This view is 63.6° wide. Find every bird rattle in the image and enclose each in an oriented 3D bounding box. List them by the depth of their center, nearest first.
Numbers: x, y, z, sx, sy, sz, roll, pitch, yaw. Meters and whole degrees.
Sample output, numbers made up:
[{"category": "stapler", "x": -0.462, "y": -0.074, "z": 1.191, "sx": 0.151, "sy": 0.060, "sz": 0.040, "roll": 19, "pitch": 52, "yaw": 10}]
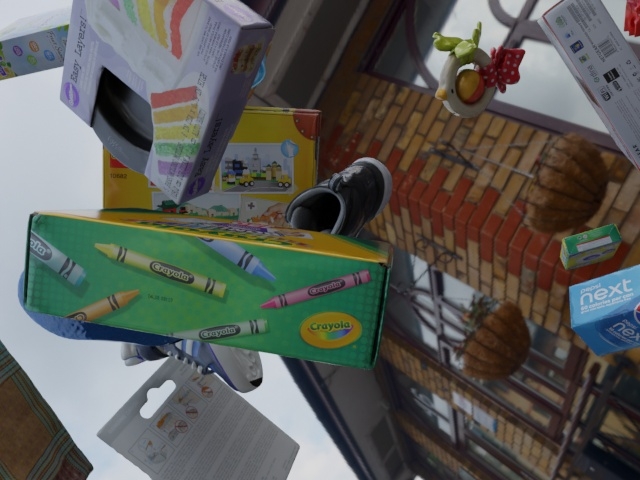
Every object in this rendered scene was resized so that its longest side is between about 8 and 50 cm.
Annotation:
[{"category": "bird rattle", "x": 0.364, "y": -0.399, "z": 1.247, "sx": 0.253, "sy": 0.143, "sz": 0.207, "roll": 19, "pitch": -86, "yaw": -41}]

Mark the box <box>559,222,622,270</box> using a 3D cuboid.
[{"category": "box", "x": 0.578, "y": 0.021, "z": 1.114, "sx": 0.105, "sy": 0.043, "sz": 0.179, "roll": -19, "pitch": -20, "yaw": 18}]

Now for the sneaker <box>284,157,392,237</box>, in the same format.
[{"category": "sneaker", "x": 0.000, "y": 0.000, "z": 0.780, "sx": 0.153, "sy": 0.101, "sz": 0.269, "roll": -19, "pitch": -39, "yaw": -53}]

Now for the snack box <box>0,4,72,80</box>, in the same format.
[{"category": "snack box", "x": -0.484, "y": -0.366, "z": 0.932, "sx": 0.175, "sy": 0.206, "sz": 0.070, "roll": -84, "pitch": -17, "yaw": -50}]

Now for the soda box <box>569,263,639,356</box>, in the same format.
[{"category": "soda box", "x": 0.408, "y": 0.066, "z": 0.602, "sx": 0.067, "sy": 0.210, "sz": 0.071, "roll": 42, "pitch": -135, "yaw": -19}]

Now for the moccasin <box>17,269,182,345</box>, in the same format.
[{"category": "moccasin", "x": -0.354, "y": 0.116, "z": 0.884, "sx": 0.117, "sy": 0.341, "sz": 0.138, "roll": -9, "pitch": -68, "yaw": -72}]

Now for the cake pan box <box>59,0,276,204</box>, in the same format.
[{"category": "cake pan box", "x": -0.208, "y": -0.213, "z": 0.645, "sx": 0.070, "sy": 0.245, "sz": 0.267, "roll": -34, "pitch": -18, "yaw": -51}]

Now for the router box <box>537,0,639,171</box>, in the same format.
[{"category": "router box", "x": 0.543, "y": -0.308, "z": 0.980, "sx": 0.082, "sy": 0.336, "sz": 0.301, "roll": -33, "pitch": 5, "yaw": 28}]

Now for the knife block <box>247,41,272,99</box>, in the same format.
[{"category": "knife block", "x": -0.221, "y": -0.385, "z": 1.218, "sx": 0.242, "sy": 0.088, "sz": 0.276, "roll": -59, "pitch": 6, "yaw": -32}]

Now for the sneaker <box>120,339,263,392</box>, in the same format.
[{"category": "sneaker", "x": -0.284, "y": 0.220, "z": 1.057, "sx": 0.236, "sy": 0.323, "sz": 0.130, "roll": -39, "pitch": -17, "yaw": 11}]

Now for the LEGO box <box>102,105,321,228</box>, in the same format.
[{"category": "LEGO box", "x": -0.257, "y": -0.134, "z": 1.265, "sx": 0.193, "sy": 0.499, "sz": 0.373, "roll": -114, "pitch": 27, "yaw": -82}]

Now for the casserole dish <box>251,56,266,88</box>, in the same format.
[{"category": "casserole dish", "x": -0.197, "y": -0.334, "z": 1.025, "sx": 0.188, "sy": 0.037, "sz": 0.114, "roll": -27, "pitch": -83, "yaw": -4}]

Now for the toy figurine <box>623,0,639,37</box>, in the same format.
[{"category": "toy figurine", "x": 0.462, "y": -0.320, "z": 0.438, "sx": 0.362, "sy": 0.191, "sz": 0.217, "roll": -12, "pitch": -69, "yaw": -2}]

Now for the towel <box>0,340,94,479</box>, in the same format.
[{"category": "towel", "x": -0.435, "y": 0.229, "z": 0.665, "sx": 0.040, "sy": 0.271, "sz": 0.370, "roll": -30, "pitch": -77, "yaw": -3}]

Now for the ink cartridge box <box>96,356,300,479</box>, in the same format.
[{"category": "ink cartridge box", "x": -0.254, "y": 0.457, "z": 1.120, "sx": 0.091, "sy": 0.385, "sz": 0.308, "roll": -51, "pitch": 1, "yaw": 27}]

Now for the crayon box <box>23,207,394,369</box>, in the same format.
[{"category": "crayon box", "x": -0.079, "y": 0.028, "z": 0.454, "sx": 0.165, "sy": 0.278, "sz": 0.081, "roll": -29, "pitch": -54, "yaw": -80}]
